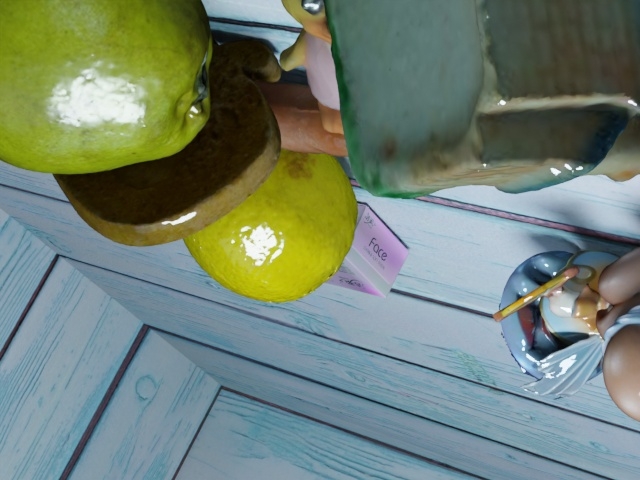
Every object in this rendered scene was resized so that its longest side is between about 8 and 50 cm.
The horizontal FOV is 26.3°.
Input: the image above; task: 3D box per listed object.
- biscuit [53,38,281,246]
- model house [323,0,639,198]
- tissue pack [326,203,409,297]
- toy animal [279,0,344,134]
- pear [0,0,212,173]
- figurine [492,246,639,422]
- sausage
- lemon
[{"bbox_3d":[-0.189,-0.147,1.714,0.367,0.314,0.063,49,170,42],"label":"biscuit"},{"bbox_3d":[0.177,-0.189,1.024,0.280,0.312,0.245,-4,173,-25],"label":"model house"},{"bbox_3d":[0.000,0.000,2.182,0.246,0.092,0.148,12,156,41],"label":"tissue pack"},{"bbox_3d":[0.040,-0.232,1.337,0.195,0.169,0.281,-13,154,9],"label":"toy animal"},{"bbox_3d":[-0.314,-0.244,1.568,0.413,0.352,0.352,33,165,15],"label":"pear"},{"bbox_3d":[0.384,0.103,1.659,0.276,0.248,0.388,-9,173,-23],"label":"figurine"},{"bbox_3d":[-0.096,-0.178,1.803,0.419,0.094,0.094,15,149,38],"label":"sausage"},{"bbox_3d":[-0.074,-0.039,1.923,0.267,0.267,0.267,25,163,8],"label":"lemon"}]
